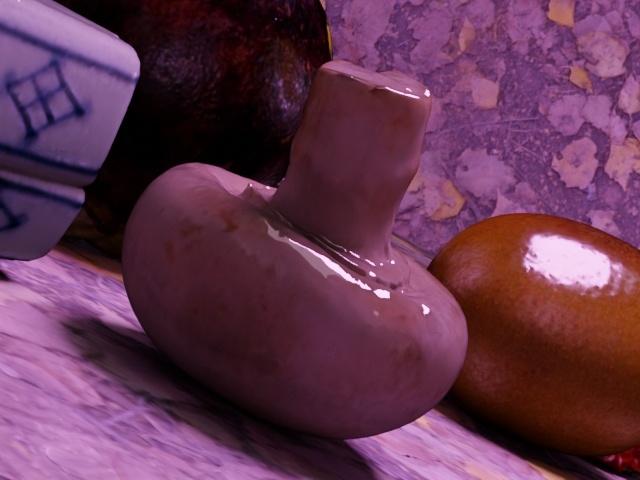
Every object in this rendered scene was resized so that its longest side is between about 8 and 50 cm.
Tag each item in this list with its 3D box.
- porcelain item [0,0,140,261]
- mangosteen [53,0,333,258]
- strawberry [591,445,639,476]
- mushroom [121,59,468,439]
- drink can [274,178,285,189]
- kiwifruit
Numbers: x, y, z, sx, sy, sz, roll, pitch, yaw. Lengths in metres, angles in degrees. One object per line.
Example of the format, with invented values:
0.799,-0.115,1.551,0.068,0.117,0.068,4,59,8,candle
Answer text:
-0.269,-0.111,0.866,0.281,0.157,0.286,31,5,20,porcelain item
-0.132,-0.131,1.157,0.288,0.288,0.288,27,5,-2,mangosteen
0.225,0.121,1.445,0.236,0.111,0.190,26,7,-7,strawberry
-0.012,0.007,0.894,0.206,0.209,0.206,6,-11,1,mushroom
-0.069,-0.036,1.579,0.097,0.097,0.235,27,5,-9,drink can
0.188,0.074,1.283,0.234,0.196,0.196,21,5,-3,kiwifruit
